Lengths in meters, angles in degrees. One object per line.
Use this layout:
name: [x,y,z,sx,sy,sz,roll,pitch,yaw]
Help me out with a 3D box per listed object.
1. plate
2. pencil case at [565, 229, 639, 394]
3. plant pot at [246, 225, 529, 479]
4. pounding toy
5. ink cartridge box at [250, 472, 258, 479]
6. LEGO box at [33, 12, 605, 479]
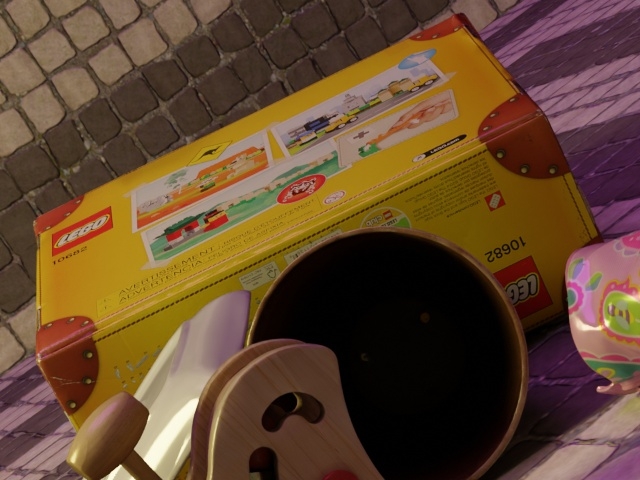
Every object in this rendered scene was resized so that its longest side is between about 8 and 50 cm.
plate: [-0.147,0.175,1.575,0.277,0.045,0.278,-57,7,11]
pencil case: [0.298,0.023,1.377,0.284,0.124,0.124,-26,11,45]
plant pot: [0.062,0.099,1.604,0.215,0.215,0.230,-33,-5,5]
pounding toy: [-0.024,0.153,1.350,0.154,0.269,0.155,-59,13,-7]
ink cartridge box: [-0.051,0.154,2.078,0.324,0.071,0.330,-40,12,-37]
LEGO box: [-0.014,0.010,1.896,0.500,0.193,0.372,-26,21,2]
